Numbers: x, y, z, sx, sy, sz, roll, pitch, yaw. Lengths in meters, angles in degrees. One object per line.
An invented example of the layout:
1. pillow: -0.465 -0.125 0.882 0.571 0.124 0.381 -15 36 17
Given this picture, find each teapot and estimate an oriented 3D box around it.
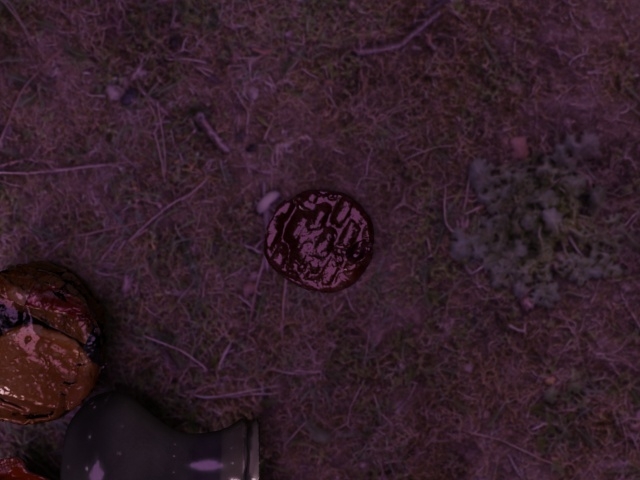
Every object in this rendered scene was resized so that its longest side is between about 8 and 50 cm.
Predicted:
1. teapot: -0.206 0.293 0.948 0.251 0.183 0.183 1 95 -8

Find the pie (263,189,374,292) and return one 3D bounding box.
1. pie: 0.000 0.000 0.975 0.154 0.038 0.153 0 93 5

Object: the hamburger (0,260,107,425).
1. hamburger: -0.391 0.141 0.971 0.231 0.107 0.230 0 98 0

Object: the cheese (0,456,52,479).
1. cheese: -0.404 0.458 0.984 0.217 0.129 0.329 -12 94 5
